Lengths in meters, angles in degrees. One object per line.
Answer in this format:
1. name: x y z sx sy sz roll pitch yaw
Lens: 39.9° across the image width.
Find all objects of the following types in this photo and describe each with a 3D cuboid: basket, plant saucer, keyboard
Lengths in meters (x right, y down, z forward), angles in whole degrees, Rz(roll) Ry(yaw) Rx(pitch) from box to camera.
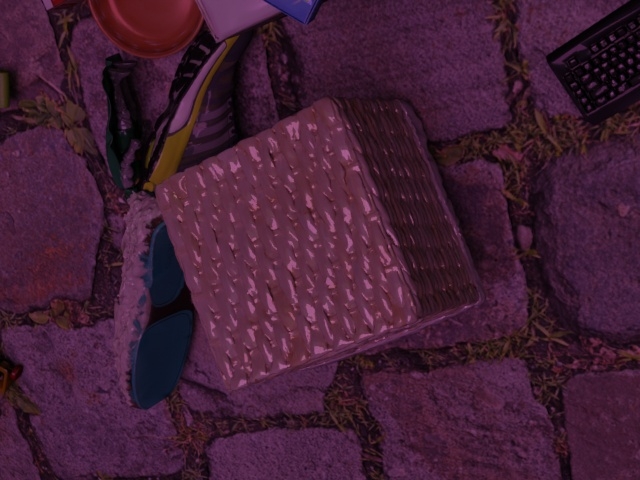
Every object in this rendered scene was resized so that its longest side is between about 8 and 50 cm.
1. basket: 0.000 0.000 1.229 0.328 0.266 0.331 -24 81 25
2. plant saucer: -0.257 -0.377 1.330 0.200 0.037 0.200 5 111 14
3. keyboard: 0.442 -0.310 1.148 0.317 0.033 0.201 -32 98 24

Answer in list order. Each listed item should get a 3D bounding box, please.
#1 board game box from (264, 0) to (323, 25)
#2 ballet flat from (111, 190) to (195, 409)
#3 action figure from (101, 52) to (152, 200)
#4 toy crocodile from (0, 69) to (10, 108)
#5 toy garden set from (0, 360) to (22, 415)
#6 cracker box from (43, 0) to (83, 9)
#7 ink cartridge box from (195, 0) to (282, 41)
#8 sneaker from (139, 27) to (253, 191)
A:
1. board game box: -0.066 -0.334 0.859 0.211 0.039 0.160 31 118 2
2. ballet flat: -0.285 0.090 1.482 0.147 0.147 0.409 19 118 9
3. action figure: -0.306 -0.165 1.396 0.063 0.137 0.232 2 120 3
4. toy crocodile: -0.674 -0.272 1.471 0.340 0.105 0.115 5 112 10
5. toy garden set: -0.699 0.285 1.715 0.203 0.049 0.244 26 116 6
6. cracker box: -0.324 -0.450 1.265 0.232 0.067 0.156 -20 100 23
7. ink cartridge box: 0.020 -0.385 1.049 0.279 0.385 0.160 -20 103 23
8. sneaker: -0.170 -0.198 1.346 0.121 0.111 0.300 20 109 -29
